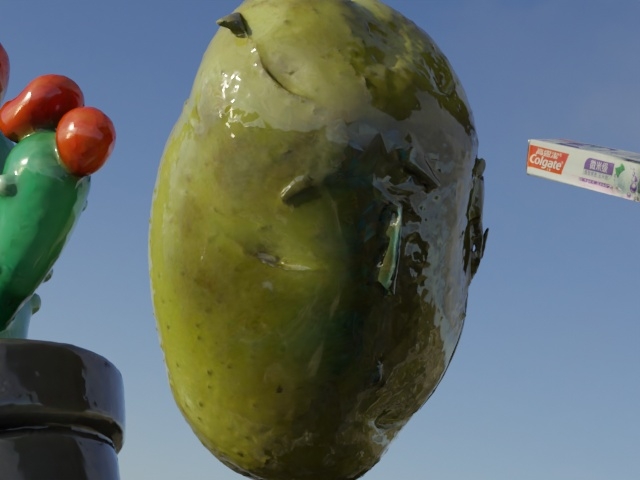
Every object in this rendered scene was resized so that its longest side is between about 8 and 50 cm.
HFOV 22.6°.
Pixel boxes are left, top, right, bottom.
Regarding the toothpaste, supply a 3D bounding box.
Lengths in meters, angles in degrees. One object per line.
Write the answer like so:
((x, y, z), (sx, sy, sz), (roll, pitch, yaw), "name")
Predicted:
((0.271, -0.069, 1.533), (0.047, 0.040, 0.196), (-2, 11, -28), "toothpaste")

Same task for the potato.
((0.000, 0.000, 0.789), (0.169, 0.248, 0.143), (7, 3, -13), "potato")

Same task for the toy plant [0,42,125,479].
((-0.203, 0.079, 0.858), (0.185, 0.400, 0.279), (-8, -22, -20), "toy plant")
